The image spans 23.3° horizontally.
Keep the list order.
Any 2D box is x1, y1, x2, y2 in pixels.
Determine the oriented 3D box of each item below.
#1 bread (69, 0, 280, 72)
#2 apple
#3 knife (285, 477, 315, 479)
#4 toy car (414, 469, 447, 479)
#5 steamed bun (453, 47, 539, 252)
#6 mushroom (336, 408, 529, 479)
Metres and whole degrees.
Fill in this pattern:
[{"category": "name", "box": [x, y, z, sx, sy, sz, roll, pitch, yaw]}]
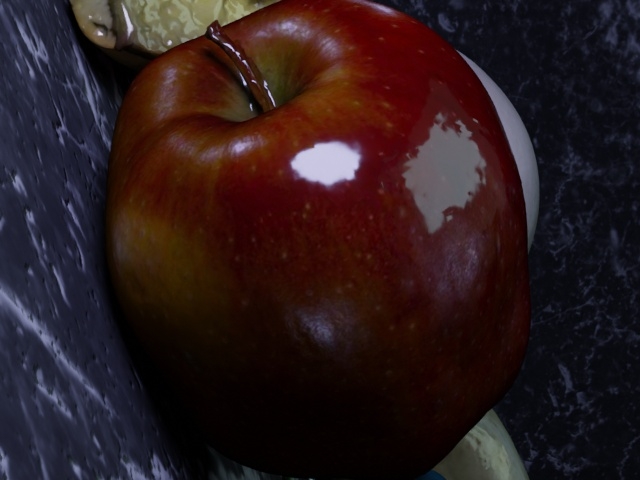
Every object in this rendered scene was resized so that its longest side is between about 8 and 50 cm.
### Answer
[{"category": "bread", "box": [-0.110, -0.219, 1.231, 0.262, 0.163, 0.204, -14, 84, -41]}, {"category": "apple", "box": [0.000, 0.000, 1.027, 0.288, 0.288, 0.317, -98, 172, -59]}, {"category": "knife", "box": [-0.018, 0.218, 1.276, 0.078, 0.022, 0.166, 52, 10, -4]}, {"category": "toy car", "box": [0.079, 0.292, 1.181, 0.190, 0.188, 0.255, -109, 175, -68]}, {"category": "steamed bun", "box": [0.026, -0.045, 1.293, 0.309, 0.309, 0.309, -20, 90, -83]}, {"category": "mushroom", "box": [0.094, 0.210, 1.484, 0.164, 0.190, 0.267, 67, 7, -53]}]
